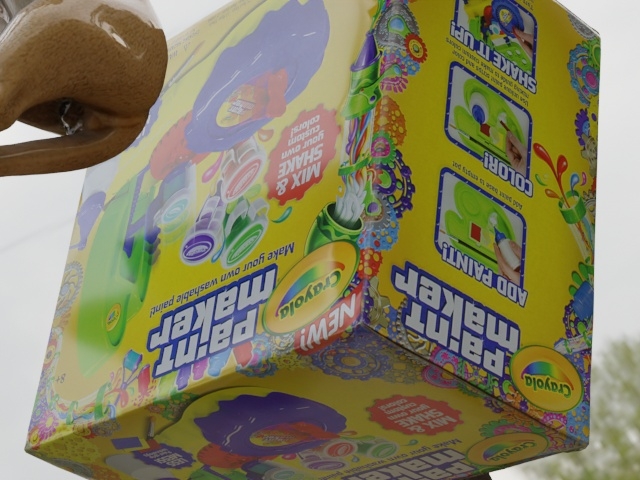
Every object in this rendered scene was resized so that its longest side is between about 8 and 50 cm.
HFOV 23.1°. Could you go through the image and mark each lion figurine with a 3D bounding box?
[{"bbox_3d":[-0.139,-0.169,0.791,0.142,0.392,0.240,-10,-16,41],"label":"lion figurine"}]

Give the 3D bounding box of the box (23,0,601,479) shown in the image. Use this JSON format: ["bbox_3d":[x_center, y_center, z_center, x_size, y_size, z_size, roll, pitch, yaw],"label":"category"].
[{"bbox_3d":[0.000,0.000,0.935,0.177,0.279,0.290,30,-37,-34],"label":"box"}]

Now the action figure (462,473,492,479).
[{"bbox_3d":[0.124,0.207,1.056,0.285,0.099,0.185,35,-82,-20],"label":"action figure"}]
